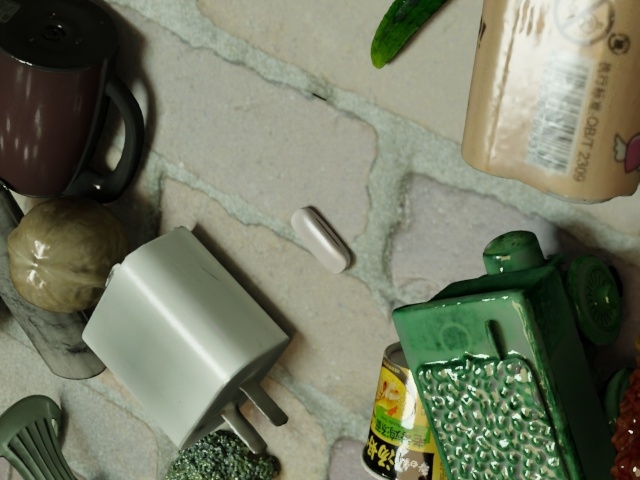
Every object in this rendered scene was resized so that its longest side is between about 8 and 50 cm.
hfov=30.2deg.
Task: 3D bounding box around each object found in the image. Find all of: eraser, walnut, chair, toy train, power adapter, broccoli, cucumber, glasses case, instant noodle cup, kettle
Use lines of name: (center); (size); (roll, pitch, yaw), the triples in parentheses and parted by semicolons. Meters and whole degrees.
eraser: (0.211, -0.187, 0.996); (0.171, 0.087, 0.291); (21, 122, 26)
walnut: (-0.296, 0.016, 1.404); (0.140, 0.162, 0.140); (1, 98, 10)
chair: (-0.371, 0.375, 1.637); (0.275, 0.203, 0.190); (45, 120, 3)
toy train: (0.197, 0.129, 1.068); (0.145, 0.202, 0.266); (-11, 103, 39)
power adapter: (-0.139, 0.137, 1.391); (0.255, 0.124, 0.187); (45, 132, 12)
broccoli: (-0.112, 0.333, 1.487); (0.118, 0.122, 0.204); (15, 134, 49)
cucumber: (0.089, -0.220, 1.108); (0.039, 0.039, 0.168); (51, 133, 8)
glasses case: (0.000, 0.000, 1.286); (0.083, 0.021, 0.032); (49, 134, 10)
instant noodle cup: (0.115, 0.171, 1.198); (0.151, 0.151, 0.122); (10, 106, 35)
kettle: (-0.301, -0.153, 1.396); (0.202, 0.144, 0.232); (18, 135, -2)
glasses case: (-0.376, 0.052, 1.512); (0.114, 0.060, 0.299); (6, 134, 36)

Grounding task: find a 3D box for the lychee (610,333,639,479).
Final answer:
lychee: (0.356, 0.159, 0.915); (0.304, 0.276, 0.276); (35, 132, -11)
